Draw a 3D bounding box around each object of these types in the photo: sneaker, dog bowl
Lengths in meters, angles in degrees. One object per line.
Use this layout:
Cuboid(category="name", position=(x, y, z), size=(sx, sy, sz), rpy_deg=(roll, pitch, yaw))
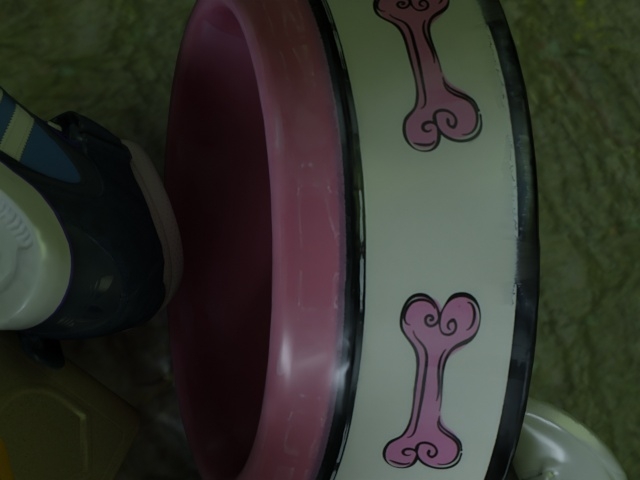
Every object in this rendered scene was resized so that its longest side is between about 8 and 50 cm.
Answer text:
Cuboid(category="sneaker", position=(-0.228, -0.057, 1.315), size=(0.323, 0.130, 0.236), rpy_deg=(45, 16, 18))
Cuboid(category="dog bowl", position=(0.000, 0.000, 1.277), size=(0.150, 0.408, 0.408), rpy_deg=(-1, 71, -17))
Cuboid(category="sneaker", position=(0.195, 0.215, 1.519), size=(0.212, 0.080, 0.094), rpy_deg=(49, 63, -11))

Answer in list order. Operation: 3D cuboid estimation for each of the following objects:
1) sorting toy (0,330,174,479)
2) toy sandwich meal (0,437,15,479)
Cuboid(category="sorting toy", position=(-0.206, 0.168, 1.274), size=(0.307, 0.041, 0.229), rpy_deg=(39, 50, -17))
Cuboid(category="toy sandwich meal", position=(-0.220, 0.152, 1.220), size=(0.086, 0.029, 0.085), rpy_deg=(18, 58, -31))
